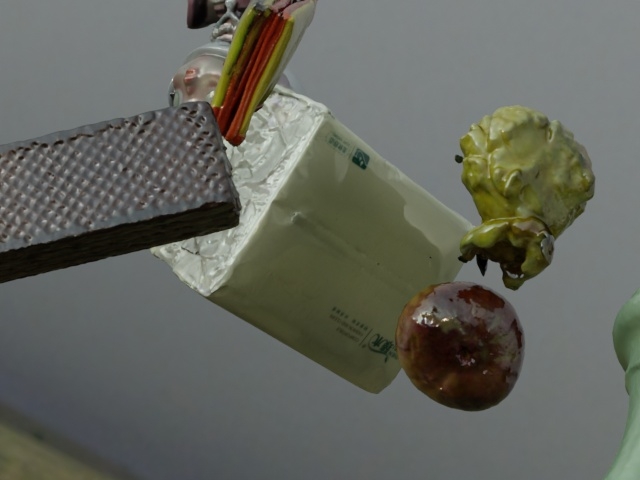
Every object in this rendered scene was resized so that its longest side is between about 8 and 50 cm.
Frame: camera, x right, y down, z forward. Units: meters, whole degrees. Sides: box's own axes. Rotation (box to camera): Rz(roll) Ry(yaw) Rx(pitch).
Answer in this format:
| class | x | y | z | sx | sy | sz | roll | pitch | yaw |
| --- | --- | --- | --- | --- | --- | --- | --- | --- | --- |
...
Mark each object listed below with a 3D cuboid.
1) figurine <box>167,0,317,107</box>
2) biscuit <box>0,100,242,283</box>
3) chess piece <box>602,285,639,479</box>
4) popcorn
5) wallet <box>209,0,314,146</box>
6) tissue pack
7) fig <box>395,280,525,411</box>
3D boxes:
| class | x | y | z | sx | sy | sz | roll | pitch | yaw |
| --- | --- | --- | --- | --- | --- | --- | --- | --- | --- |
| figurine | -0.104 | -0.221 | 2.288 | 0.211 | 0.361 | 0.253 | 14 | -6 | -23 |
| biscuit | -0.200 | -0.041 | 1.377 | 0.252 | 0.106 | 0.070 | -13 | -21 | -1 |
| chess piece | 0.303 | 0.188 | 1.385 | 0.194 | 0.299 | 0.195 | 27 | -30 | 17 |
| popcorn | 0.228 | -0.056 | 1.821 | 0.173 | 0.195 | 0.168 | 1 | -35 | 45 |
| wallet | -0.067 | -0.179 | 1.545 | 0.067 | 0.141 | 0.241 | 25 | 13 | -3 |
| tissue pack | 0.000 | 0.000 | 2.148 | 0.380 | 0.297 | 0.207 | 32 | 0 | -42 |
| fig | 0.149 | 0.125 | 1.901 | 0.160 | 0.143 | 0.230 | 51 | -21 | -13 |
